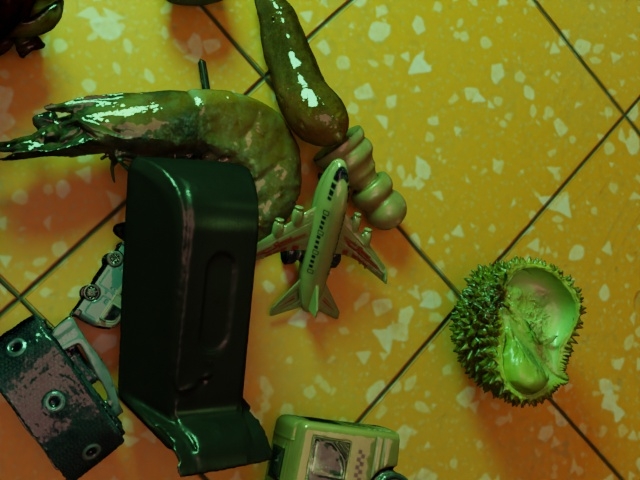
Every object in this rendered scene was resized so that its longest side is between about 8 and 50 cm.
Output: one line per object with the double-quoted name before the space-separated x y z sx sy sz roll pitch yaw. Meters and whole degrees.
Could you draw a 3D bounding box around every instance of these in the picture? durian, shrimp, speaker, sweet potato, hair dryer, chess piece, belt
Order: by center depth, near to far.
"belt" -0.345 0.202 1.033 0.128 0.122 0.218 -34 96 -21
"speaker" -0.154 0.089 1.034 0.180 0.184 0.388 -1 98 -37
"shrimp" -0.233 -0.091 1.119 0.445 0.085 0.272 2 95 -26
"hair dryer" -0.174 -0.240 1.187 0.047 0.026 0.083 -9 81 -22
"sweet potato" -0.040 -0.262 1.193 0.097 0.097 0.292 -20 73 -20
"chess piece" 0.071 -0.089 1.229 0.094 0.094 0.170 -40 105 -18
"durian" 0.310 0.142 1.242 0.200 0.176 0.237 6 89 -29

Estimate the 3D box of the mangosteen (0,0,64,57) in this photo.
"mangosteen" -0.460 -0.339 1.010 0.228 0.228 0.265 -60 144 -14

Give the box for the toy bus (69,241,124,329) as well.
"toy bus" -0.294 0.070 1.096 0.075 0.060 0.123 36 72 -17

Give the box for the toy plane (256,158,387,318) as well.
"toy plane" 0.000 0.000 1.174 0.242 0.104 0.256 6 99 -20

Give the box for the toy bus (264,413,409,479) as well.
"toy bus" -0.003 0.441 1.109 0.201 0.177 0.365 13 78 -14

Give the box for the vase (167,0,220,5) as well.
"vase" -0.197 -0.512 1.145 0.143 0.143 0.299 -8 91 -20
